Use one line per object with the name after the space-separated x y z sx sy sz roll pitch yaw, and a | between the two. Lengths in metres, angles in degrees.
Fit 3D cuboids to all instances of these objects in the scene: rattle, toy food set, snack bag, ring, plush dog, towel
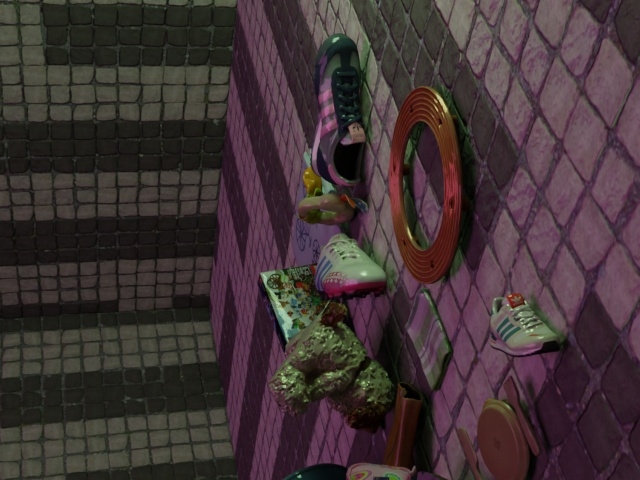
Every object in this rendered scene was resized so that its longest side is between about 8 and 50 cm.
0.035 -0.111 2.109 0.200 0.130 0.142 -38 28 62 | rattle
0.267 0.283 1.387 0.192 0.039 0.132 116 141 -53 | toy food set
0.000 0.000 2.366 0.342 0.037 0.323 -114 25 -46 | snack bag
0.182 -0.093 1.650 0.336 0.032 0.336 178 90 -76 | ring
0.052 0.258 1.896 0.210 0.225 0.262 -47 5 19 | plush dog
0.186 0.172 1.692 0.152 0.023 0.113 -107 20 -45 | towel

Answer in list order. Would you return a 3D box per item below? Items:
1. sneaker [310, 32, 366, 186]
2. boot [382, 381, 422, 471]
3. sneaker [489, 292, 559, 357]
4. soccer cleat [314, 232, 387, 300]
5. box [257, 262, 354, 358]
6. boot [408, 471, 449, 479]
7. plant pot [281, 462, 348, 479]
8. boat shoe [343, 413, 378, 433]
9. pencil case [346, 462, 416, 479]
0.056 -0.263 2.013 0.131 0.112 0.318 36 133 51 | sneaker
0.130 0.405 1.821 0.264 0.096 0.280 49 -135 -88 | boot
0.266 0.111 1.299 0.161 0.057 0.075 -177 79 -78 | sneaker
0.049 0.052 2.019 0.331 0.116 0.143 161 105 -75 | soccer cleat
-0.032 0.163 2.202 0.044 0.159 0.233 105 148 -50 | box
0.239 0.420 1.462 0.219 0.106 0.082 34 98 42 | boot
0.029 0.634 1.951 0.255 0.272 0.271 40 132 52 | plant pot
0.081 0.372 2.057 0.178 0.064 0.060 168 101 -73 | boat shoe
0.099 0.497 1.554 0.124 0.124 0.283 -159 69 -75 | pencil case
